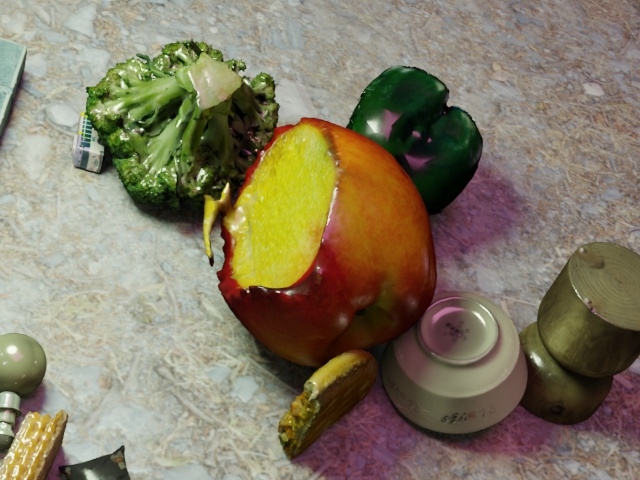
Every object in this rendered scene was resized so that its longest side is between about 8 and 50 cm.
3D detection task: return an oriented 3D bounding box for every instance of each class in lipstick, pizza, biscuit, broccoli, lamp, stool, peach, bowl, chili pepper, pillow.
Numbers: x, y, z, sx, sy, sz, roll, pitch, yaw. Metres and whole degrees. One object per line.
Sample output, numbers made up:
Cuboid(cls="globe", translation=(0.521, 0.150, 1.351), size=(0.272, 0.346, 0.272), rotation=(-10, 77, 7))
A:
Cuboid(cls="lipstick", translation=(-0.555, -0.217, 2.097), size=(0.077, 0.076, 0.290), rotation=(15, 45, -11))
Cuboid(cls="pizza", translation=(0.004, 0.235, 1.861), size=(0.058, 0.197, 0.292), rotation=(42, 10, 14))
Cuboid(cls="biscuit", translation=(-0.415, 0.372, 1.598), size=(0.054, 0.094, 0.379), rotation=(22, 45, -3))
Cuboid(cls="broccoli", translation=(-0.220, -0.212, 2.092), size=(0.304, 0.283, 0.321), rotation=(40, 61, -3))
Cuboid(cls="lamp", translation=(-0.434, 0.212, 1.755), size=(0.091, 0.091, 0.163), rotation=(11, 62, -13))
Cuboid(cls="stool", translation=(0.426, 0.151, 2.034), size=(0.179, 0.264, 0.179), rotation=(12, 45, -12))
Cuboid(cls="peach", translation=(0.015, 0.016, 1.946), size=(0.310, 0.335, 0.406), rotation=(36, 19, -32))
Cuboid(cls="bowl", translation=(0.213, 0.173, 1.978), size=(0.237, 0.126, 0.238), rotation=(-1, 52, 1))
Cuboid(cls="chili pepper", translation=(0.143, -0.156, 2.224), size=(0.248, 0.233, 0.257), rotation=(43, 48, -3))
Cuboid(cls="pillow", translation=(-0.288, 0.354, 1.700), size=(0.090, 0.048, 0.150), rotation=(-5, 54, -30))

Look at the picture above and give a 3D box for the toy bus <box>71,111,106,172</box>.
Cuboid(cls="toy bus", translation=(-0.390, -0.168, 2.139), size=(0.058, 0.052, 0.102), rotation=(10, 45, -13))
